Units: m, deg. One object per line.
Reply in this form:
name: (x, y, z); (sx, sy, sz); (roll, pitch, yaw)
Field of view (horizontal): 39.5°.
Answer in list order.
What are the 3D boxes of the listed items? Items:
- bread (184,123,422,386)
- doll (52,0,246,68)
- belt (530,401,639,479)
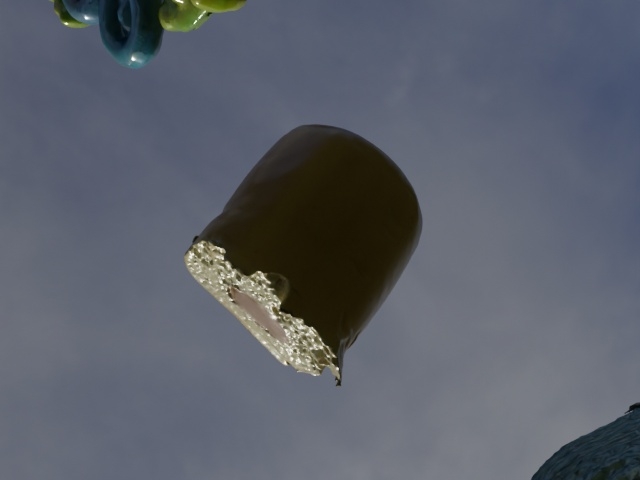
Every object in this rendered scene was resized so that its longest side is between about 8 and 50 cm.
bread: (0.001, -0.001, 0.615); (0.134, 0.085, 0.173); (45, -125, -14)
doll: (-0.141, -0.298, 0.617); (0.099, 0.341, 0.346); (-20, -87, -32)
belt: (0.145, 0.130, 0.327); (0.082, 0.147, 0.163); (49, -164, -12)
